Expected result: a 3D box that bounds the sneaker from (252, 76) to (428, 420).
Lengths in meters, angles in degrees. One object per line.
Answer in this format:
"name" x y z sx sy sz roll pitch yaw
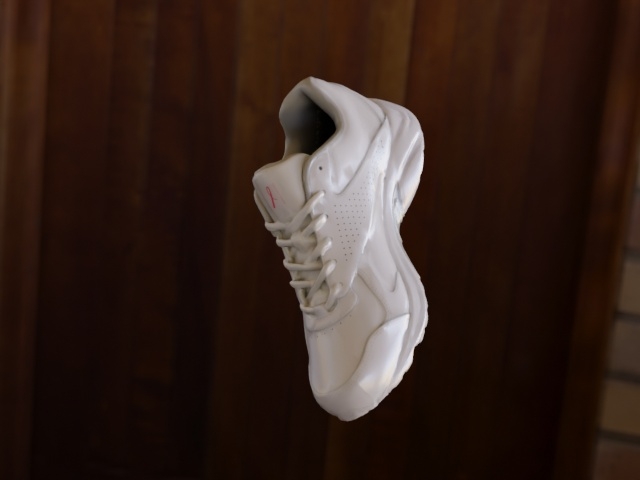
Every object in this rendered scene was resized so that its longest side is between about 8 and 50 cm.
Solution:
"sneaker" 0.000 0.000 1.095 0.115 0.232 0.090 26 -40 -37
